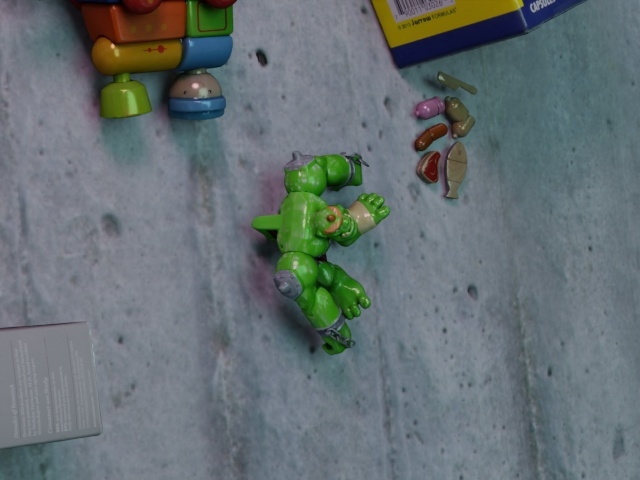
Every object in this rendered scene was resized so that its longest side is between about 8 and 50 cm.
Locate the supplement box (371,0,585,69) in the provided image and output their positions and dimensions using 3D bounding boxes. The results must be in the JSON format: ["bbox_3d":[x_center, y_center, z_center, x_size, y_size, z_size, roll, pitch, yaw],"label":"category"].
[{"bbox_3d":[0.137,-0.383,1.845,0.194,0.195,0.356,-30,102,-38],"label":"supplement box"}]

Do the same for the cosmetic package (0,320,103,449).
[{"bbox_3d":[-0.307,0.124,1.450,0.238,0.127,0.107,-8,89,-38],"label":"cosmetic package"}]

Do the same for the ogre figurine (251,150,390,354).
[{"bbox_3d":[0.000,0.000,1.746,0.118,0.097,0.197,28,81,-53],"label":"ogre figurine"}]

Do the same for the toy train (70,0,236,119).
[{"bbox_3d":[-0.183,-0.172,1.621,0.248,0.105,0.143,-11,104,-40],"label":"toy train"}]

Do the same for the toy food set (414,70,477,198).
[{"bbox_3d":[0.125,-0.110,1.910,0.078,0.019,0.122,21,78,-35],"label":"toy food set"}]
